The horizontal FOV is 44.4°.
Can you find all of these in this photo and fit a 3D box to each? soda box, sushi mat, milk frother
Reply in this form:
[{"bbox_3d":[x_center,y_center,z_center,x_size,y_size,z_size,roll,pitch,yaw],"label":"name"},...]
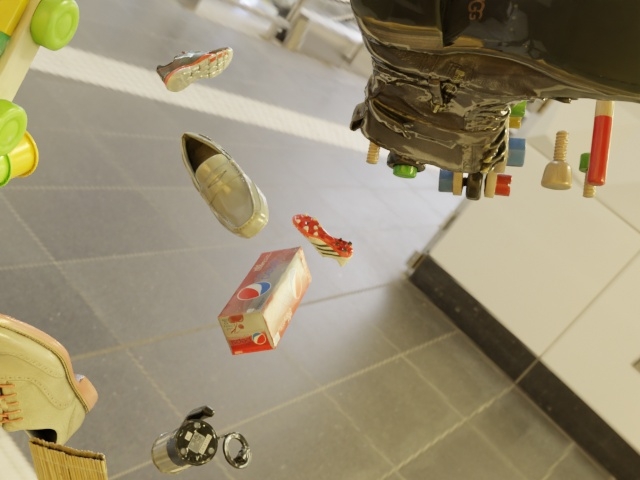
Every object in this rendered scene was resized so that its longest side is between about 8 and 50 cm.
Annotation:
[{"bbox_3d":[-0.099,0.108,1.482,0.263,0.092,0.083,-59,135,-60],"label":"soda box"},{"bbox_3d":[-0.404,0.472,1.320,0.152,0.316,0.019,9,28,18],"label":"sushi mat"},{"bbox_3d":[-0.224,0.399,1.485,0.143,0.135,0.129,50,53,-4],"label":"milk frother"}]

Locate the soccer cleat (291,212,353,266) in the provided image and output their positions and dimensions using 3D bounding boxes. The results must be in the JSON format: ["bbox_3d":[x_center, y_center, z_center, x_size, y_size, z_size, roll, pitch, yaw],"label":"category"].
[{"bbox_3d":[0.000,0.000,0.903,0.083,0.035,0.029,32,47,10],"label":"soccer cleat"}]

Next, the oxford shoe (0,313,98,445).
[{"bbox_3d":[-0.519,0.253,1.371,0.141,0.397,0.146,6,55,22],"label":"oxford shoe"}]

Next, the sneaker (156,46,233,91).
[{"bbox_3d":[-0.231,-0.330,1.437,0.158,0.061,0.065,-32,70,-34],"label":"sneaker"}]

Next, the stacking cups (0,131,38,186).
[{"bbox_3d":[-0.562,-0.090,1.167,0.096,0.096,0.316,37,32,3],"label":"stacking cups"}]

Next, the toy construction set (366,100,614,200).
[{"bbox_3d":[0.266,-0.191,1.115,0.309,0.237,0.257,5,-9,35],"label":"toy construction set"}]

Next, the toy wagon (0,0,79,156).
[{"bbox_3d":[-0.378,-0.253,0.780,0.267,0.344,0.068,27,0,7],"label":"toy wagon"}]

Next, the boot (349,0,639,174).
[{"bbox_3d":[0.141,-0.118,0.627,0.263,0.091,0.229,18,-18,15],"label":"boot"}]

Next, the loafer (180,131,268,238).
[{"bbox_3d":[-0.206,-0.117,1.593,0.111,0.112,0.319,41,5,-46],"label":"loafer"}]
